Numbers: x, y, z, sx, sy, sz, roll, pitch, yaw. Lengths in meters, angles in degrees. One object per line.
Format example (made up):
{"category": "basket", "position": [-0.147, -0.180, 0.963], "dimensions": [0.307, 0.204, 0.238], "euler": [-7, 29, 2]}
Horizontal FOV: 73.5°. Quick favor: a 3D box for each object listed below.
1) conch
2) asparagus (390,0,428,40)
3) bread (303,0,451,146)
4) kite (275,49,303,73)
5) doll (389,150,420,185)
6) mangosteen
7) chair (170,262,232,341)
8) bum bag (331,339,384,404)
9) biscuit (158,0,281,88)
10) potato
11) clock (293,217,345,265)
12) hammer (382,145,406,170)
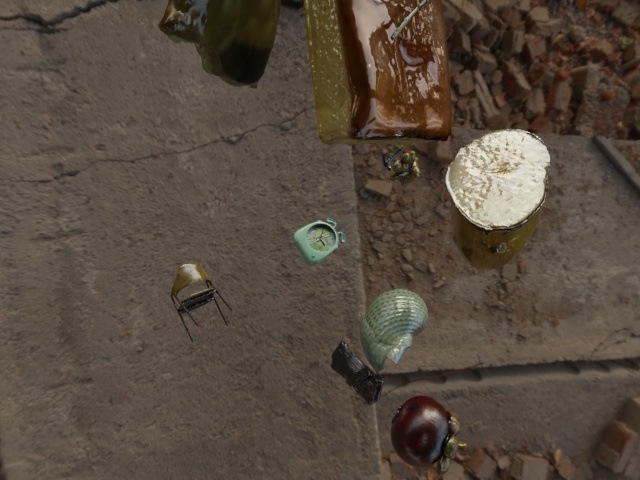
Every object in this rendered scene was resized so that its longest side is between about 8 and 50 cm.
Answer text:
{"category": "conch", "position": [0.256, 0.333, 1.637], "dimensions": [0.215, 0.303, 0.319], "euler": [40, 39, 15]}
{"category": "asparagus", "position": [0.173, -0.419, 0.789], "dimensions": [0.166, 0.013, 0.016], "euler": [-53, 131, -19]}
{"category": "bread", "position": [0.130, -0.361, 0.885], "dimensions": [0.323, 0.143, 0.333], "euler": [-15, 101, -40]}
{"category": "kite", "position": [-0.108, -0.624, 1.494], "dimensions": [0.005, 0.152, 0.137], "euler": [-50, 143, 17]}
{"category": "doll", "position": [0.338, -0.277, 1.667], "dimensions": [0.097, 0.209, 0.137], "euler": [37, 103, 19]}
{"category": "mangosteen", "position": [0.286, 0.514, 1.134], "dimensions": [0.199, 0.200, 0.200], "euler": [0, 91, -14]}
{"category": "chair", "position": [-0.477, 0.231, 1.675], "dimensions": [0.158, 0.172, 0.247], "euler": [-22, 63, -37]}
{"category": "bum bag", "position": [0.131, 0.479, 1.560], "dimensions": [0.060, 0.248, 0.123], "euler": [4, 115, -38]}
{"category": "biscuit", "position": [-0.188, -0.445, 0.891], "dimensions": [0.078, 0.329, 0.335], "euler": [33, 47, 18]}
{"category": "potato", "position": [0.538, -0.106, 1.357], "dimensions": [0.289, 0.296, 0.397], "euler": [5, 59, 17]}
{"category": "clock", "position": [0.000, 0.000, 1.667], "dimensions": [0.188, 0.060, 0.148], "euler": [-28, 76, -16]}
{"category": "hammer", "position": [0.338, -0.388, 1.802], "dimensions": [0.201, 0.021, 0.078], "euler": [-44, 119, 1]}
